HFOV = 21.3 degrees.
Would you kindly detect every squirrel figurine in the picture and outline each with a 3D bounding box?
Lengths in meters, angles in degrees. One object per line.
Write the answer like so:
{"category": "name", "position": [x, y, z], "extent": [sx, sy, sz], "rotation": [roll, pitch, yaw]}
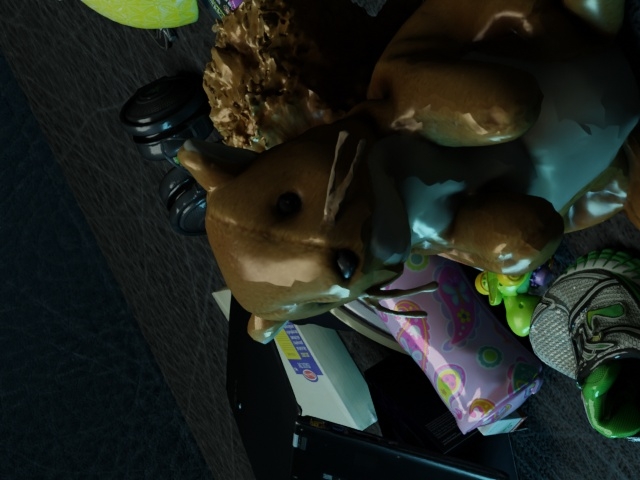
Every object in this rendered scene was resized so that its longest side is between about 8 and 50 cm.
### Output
{"category": "squirrel figurine", "position": [0.054, -0.074, 1.416], "extent": [0.397, 0.370, 0.281], "rotation": [34, 152, 55]}

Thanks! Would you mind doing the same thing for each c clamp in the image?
{"category": "c clamp", "position": [-0.256, -0.343, 2.488], "extent": [0.160, 0.022, 0.137], "rotation": [51, 168, 19]}

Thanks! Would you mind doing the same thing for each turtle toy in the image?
{"category": "turtle toy", "position": [0.198, 0.030, 1.697], "extent": [0.095, 0.066, 0.130], "rotation": [149, 125, -75]}

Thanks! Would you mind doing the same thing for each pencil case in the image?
{"category": "pencil case", "position": [0.134, 0.078, 1.932], "extent": [0.284, 0.124, 0.124], "rotation": [55, 164, 12]}

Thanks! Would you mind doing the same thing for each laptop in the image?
{"category": "laptop", "position": [0.041, 0.250, 2.208], "extent": [0.408, 0.236, 0.382], "rotation": [15, 145, 6]}

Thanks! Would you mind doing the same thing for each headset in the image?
{"category": "headset", "position": [-0.168, -0.133, 2.477], "extent": [0.243, 0.185, 0.394], "rotation": [64, 179, -6]}

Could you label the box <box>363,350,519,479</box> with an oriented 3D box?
{"category": "box", "position": [0.167, 0.280, 2.234], "extent": [0.184, 0.103, 0.261], "rotation": [46, 161, 44]}

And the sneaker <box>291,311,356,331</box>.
{"category": "sneaker", "position": [0.000, 0.000, 2.252], "extent": [0.129, 0.111, 0.297], "rotation": [17, 140, 33]}

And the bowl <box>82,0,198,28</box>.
{"category": "bowl", "position": [-0.278, -0.382, 2.132], "extent": [0.289, 0.156, 0.289], "rotation": [157, 90, -82]}

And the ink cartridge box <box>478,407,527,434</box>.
{"category": "ink cartridge box", "position": [0.209, 0.197, 2.022], "extent": [0.063, 0.029, 0.115], "rotation": [50, -156, 25]}

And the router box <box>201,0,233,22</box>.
{"category": "router box", "position": [-0.124, -0.316, 2.102], "extent": [0.122, 0.038, 0.092], "rotation": [54, 164, 15]}

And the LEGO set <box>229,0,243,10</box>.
{"category": "LEGO set", "position": [-0.120, -0.328, 1.938], "extent": [0.227, 0.093, 0.087], "rotation": [43, 154, 58]}

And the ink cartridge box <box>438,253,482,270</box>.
{"category": "ink cartridge box", "position": [0.137, -0.055, 1.805], "extent": [0.179, 0.045, 0.145], "rotation": [62, 163, -21]}

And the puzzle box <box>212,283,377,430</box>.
{"category": "puzzle box", "position": [-0.043, 0.178, 2.752], "extent": [0.272, 0.052, 0.409], "rotation": [60, 164, -5]}

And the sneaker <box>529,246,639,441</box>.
{"category": "sneaker", "position": [0.268, 0.097, 1.511], "extent": [0.134, 0.146, 0.343], "rotation": [61, 165, -11]}

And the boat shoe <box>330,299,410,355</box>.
{"category": "boat shoe", "position": [0.043, 0.037, 2.111], "extent": [0.302, 0.103, 0.113], "rotation": [33, -168, 9]}
